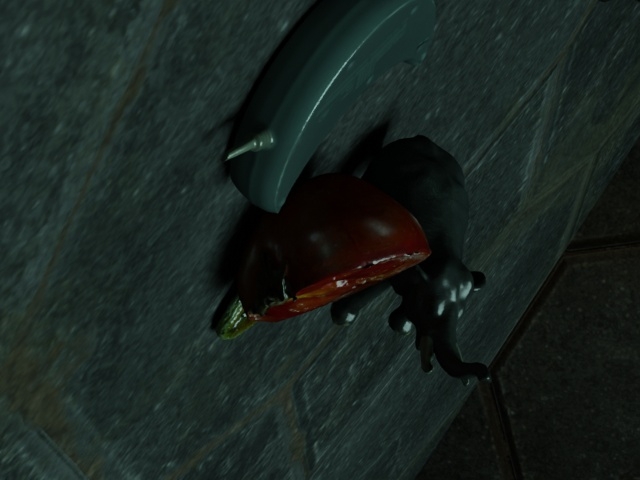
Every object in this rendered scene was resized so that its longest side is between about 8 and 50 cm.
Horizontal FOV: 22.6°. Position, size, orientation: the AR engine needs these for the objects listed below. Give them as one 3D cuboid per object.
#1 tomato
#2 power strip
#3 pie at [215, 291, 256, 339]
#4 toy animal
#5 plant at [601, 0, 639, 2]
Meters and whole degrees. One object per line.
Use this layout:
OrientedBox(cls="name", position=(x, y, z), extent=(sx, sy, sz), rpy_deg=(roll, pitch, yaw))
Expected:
OrientedBox(cls="tomato", position=(0.000, 0.000, 1.214), extent=(0.139, 0.091, 0.159), rpy_deg=(-13, 166, -37))
OrientedBox(cls="power strip", position=(0.005, -0.104, 1.065), extent=(0.216, 0.044, 0.137), rpy_deg=(-46, 164, -29))
OrientedBox(cls="pie", position=(-0.055, 0.047, 1.295), extent=(0.084, 0.021, 0.084), rpy_deg=(-50, 167, -16))
OrientedBox(cls="toy animal", position=(0.074, 0.029, 1.306), extent=(0.082, 0.269, 0.137), rpy_deg=(13, 140, -28))
OrientedBox(cls="plant", position=(0.268, -0.313, 1.075), extent=(0.312, 0.213, 0.215), rpy_deg=(-61, 166, -9))
